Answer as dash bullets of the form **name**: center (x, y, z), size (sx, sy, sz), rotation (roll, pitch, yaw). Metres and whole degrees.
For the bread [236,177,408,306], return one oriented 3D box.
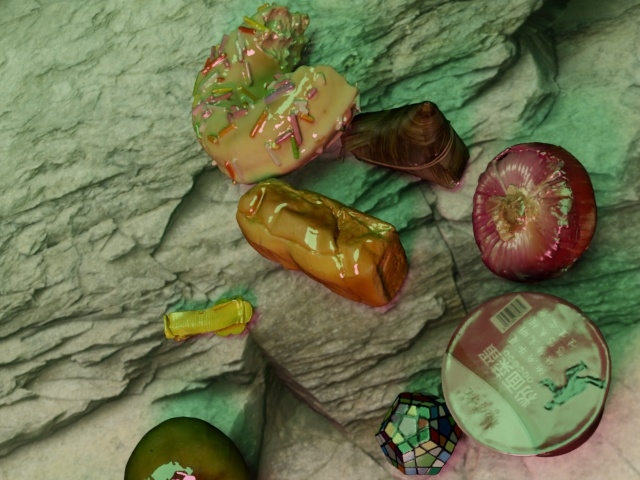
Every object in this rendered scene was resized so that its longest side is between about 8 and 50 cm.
- **bread**: center (0.000, 0.000, 1.626), size (0.294, 0.167, 0.132), rotation (23, 80, 30)

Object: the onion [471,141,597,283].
- **onion**: center (0.345, -0.042, 1.507), size (0.230, 0.163, 0.230), rotation (-1, 89, 49)

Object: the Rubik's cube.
- **Rubik's cube**: center (0.149, 0.294, 1.468), size (0.111, 0.133, 0.133), rotation (-23, 58, 42)

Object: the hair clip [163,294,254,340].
- **hair clip**: center (-0.195, 0.144, 1.723), size (0.173, 0.046, 0.072), rotation (-15, 73, 19)

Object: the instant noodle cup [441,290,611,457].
- **instant noodle cup**: center (0.310, 0.211, 1.392), size (0.234, 0.178, 0.235), rotation (-9, 65, 20)

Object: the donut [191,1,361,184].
- **donut**: center (-0.105, -0.261, 1.753), size (0.307, 0.150, 0.371), rotation (-43, 41, 14)

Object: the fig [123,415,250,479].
- **fig**: center (-0.215, 0.385, 1.567), size (0.203, 0.203, 0.225), rotation (-35, 22, 7)

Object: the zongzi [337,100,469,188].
- **zongzi**: center (0.111, -0.198, 1.616), size (0.247, 0.241, 0.111), rotation (17, 73, 29)
